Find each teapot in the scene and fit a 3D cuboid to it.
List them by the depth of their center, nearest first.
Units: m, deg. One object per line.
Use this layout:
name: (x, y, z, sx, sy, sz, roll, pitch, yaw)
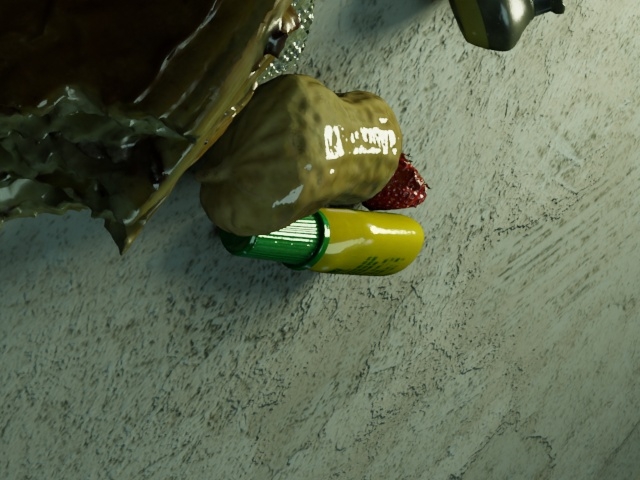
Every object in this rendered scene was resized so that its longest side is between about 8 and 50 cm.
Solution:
teapot: (0.204, -0.280, 2.170, 0.119, 0.130, 0.165, -21, -177, 1)

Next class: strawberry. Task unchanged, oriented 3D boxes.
strawberry: (0.087, -0.062, 2.307, 0.083, 0.073, 0.073, -40, 153, 4)

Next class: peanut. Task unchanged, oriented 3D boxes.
peanut: (-0.014, -0.099, 2.030, 0.291, 0.143, 0.159, -20, 130, -54)

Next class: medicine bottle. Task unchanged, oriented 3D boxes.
medicine bottle: (0.000, 0.000, 2.222, 0.111, 0.076, 0.309, -25, 164, 34)

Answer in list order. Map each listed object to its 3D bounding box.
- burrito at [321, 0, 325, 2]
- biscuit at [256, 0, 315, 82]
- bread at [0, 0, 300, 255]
burrito: (0.053, -0.332, 1.950, 0.203, 0.064, 0.064, -48, 152, -5)
biscuit: (-0.098, -0.203, 1.879, 0.250, 0.046, 0.147, -24, 141, -42)
bread: (-0.215, -0.123, 1.533, 0.370, 0.314, 0.191, -52, 162, -11)
